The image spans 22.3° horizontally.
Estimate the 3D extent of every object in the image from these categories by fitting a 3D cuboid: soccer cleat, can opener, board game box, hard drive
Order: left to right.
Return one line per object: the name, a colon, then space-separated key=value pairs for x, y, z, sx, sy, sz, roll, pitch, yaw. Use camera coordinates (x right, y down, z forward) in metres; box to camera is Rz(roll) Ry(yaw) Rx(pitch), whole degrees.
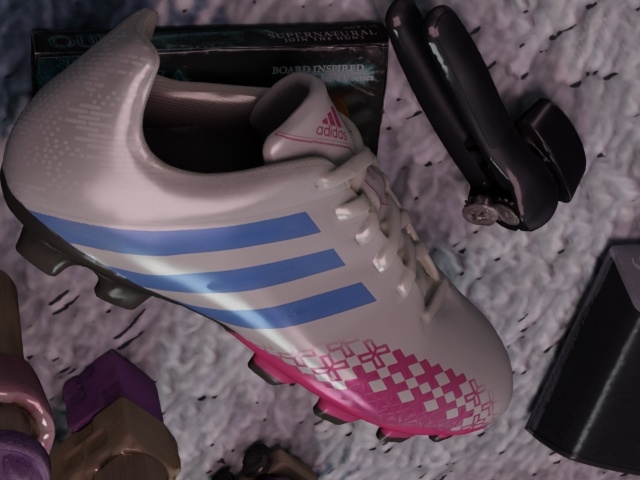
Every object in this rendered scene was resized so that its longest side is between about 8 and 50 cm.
board game box: x=-0.060 y=-0.055 z=0.867 sx=0.186 sy=0.026 sz=0.126 roll=-3 pitch=127 yaw=-13
soccer cleat: x=0.000 y=0.000 z=0.833 sx=0.331 sy=0.116 sz=0.143 roll=26 pitch=117 yaw=-30
can opener: x=0.083 y=-0.067 z=0.883 sx=0.186 sy=0.059 sz=0.073 roll=46 pitch=61 yaw=-42
hard drive: x=0.278 y=0.088 z=1.054 sx=0.254 sy=0.054 sz=0.172 roll=6 pitch=125 yaw=-20

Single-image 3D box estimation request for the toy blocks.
toy blocks: x=-0.164 y=0.233 z=0.912 sx=0.288 sy=0.260 sz=0.309 roll=-40 pitch=126 yaw=16
